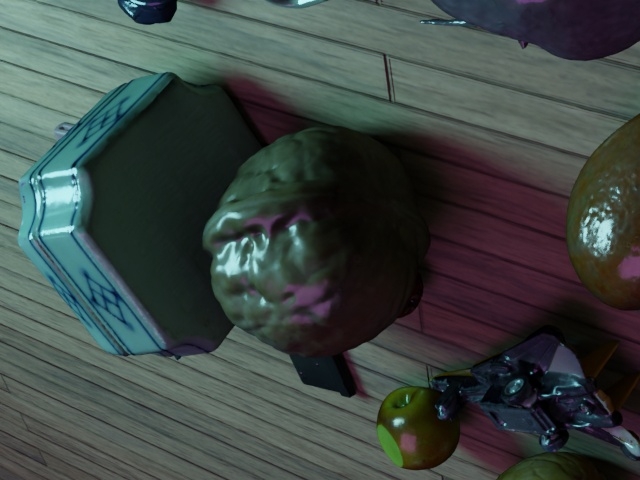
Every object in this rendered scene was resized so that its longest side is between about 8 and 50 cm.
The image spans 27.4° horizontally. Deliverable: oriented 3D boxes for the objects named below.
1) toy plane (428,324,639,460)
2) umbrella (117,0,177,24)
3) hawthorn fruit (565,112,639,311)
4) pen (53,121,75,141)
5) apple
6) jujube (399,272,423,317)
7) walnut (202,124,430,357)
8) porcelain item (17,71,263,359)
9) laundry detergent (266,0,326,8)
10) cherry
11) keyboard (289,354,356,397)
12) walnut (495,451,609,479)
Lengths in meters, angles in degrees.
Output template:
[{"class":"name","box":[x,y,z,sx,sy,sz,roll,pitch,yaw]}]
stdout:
[{"class":"toy plane","box":[0.220,0.180,1.537,0.316,0.103,0.204,-12,123,50]},{"class":"umbrella","box":[-0.142,-0.308,1.350,0.071,0.071,0.248,41,140,-3]},{"class":"hawthorn fruit","box":[0.325,-0.039,1.116,0.199,0.199,0.251,31,131,12]},{"class":"pen","box":[-0.315,-0.076,1.815,0.053,0.032,0.197,14,137,32]},{"class":"apple","box":[0.127,0.239,1.707,0.114,0.099,0.102,35,149,58]},{"class":"jujube","box":[0.061,0.041,1.552,0.129,0.077,0.077,32,147,23]},{"class":"walnut","box":[0.002,0.001,1.408,0.248,0.248,0.248,26,145,20]},{"class":"porcelain item","box":[-0.187,-0.025,1.521,0.157,0.281,0.286,-8,127,45]},{"class":"laundry detergent","box":[-0.016,-0.271,1.250,0.225,0.070,0.099,-8,131,48]},{"class":"cherry","box":[0.176,-0.242,0.995,0.213,0.183,0.266,18,131,5]},{"class":"keyboard","box":[-0.033,0.095,1.758,0.101,0.018,0.310,11,138,38]},{"class":"walnut","box":[0.286,0.349,1.629,0.167,0.167,0.207,42,145,-5]}]
